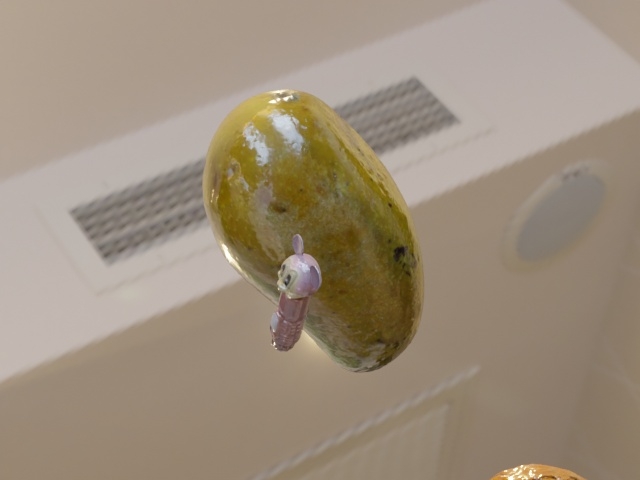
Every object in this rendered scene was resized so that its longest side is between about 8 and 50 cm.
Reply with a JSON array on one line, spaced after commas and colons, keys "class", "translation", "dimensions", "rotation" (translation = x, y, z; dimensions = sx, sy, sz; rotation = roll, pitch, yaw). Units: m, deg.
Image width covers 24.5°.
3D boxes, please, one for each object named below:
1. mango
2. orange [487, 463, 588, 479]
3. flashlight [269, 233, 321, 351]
[{"class": "mango", "translation": [0.005, -0.004, 1.533], "dimensions": [0.176, 0.329, 0.175], "rotation": [-24, 21, 41]}, {"class": "orange", "translation": [0.187, 0.286, 1.238], "dimensions": [0.193, 0.193, 0.161], "rotation": [-22, -18, -26]}, {"class": "flashlight", "translation": [-0.023, 0.047, 1.150], "dimensions": [0.031, 0.052, 0.110], "rotation": [-10, -39, -24]}]
